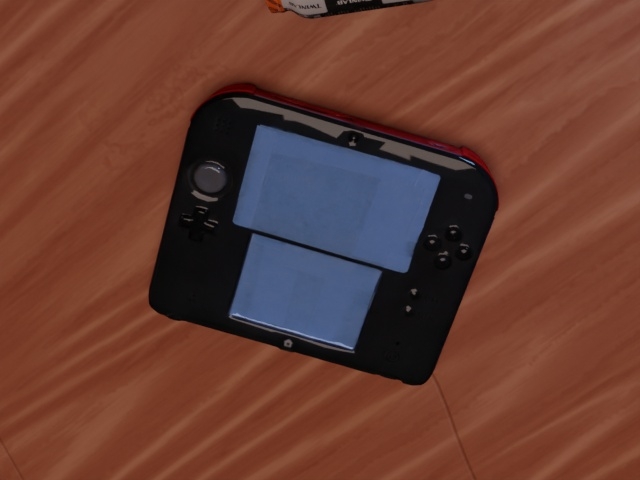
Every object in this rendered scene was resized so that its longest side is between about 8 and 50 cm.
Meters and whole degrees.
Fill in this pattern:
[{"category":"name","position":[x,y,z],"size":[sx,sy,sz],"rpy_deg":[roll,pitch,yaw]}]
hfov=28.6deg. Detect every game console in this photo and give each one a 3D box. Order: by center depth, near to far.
[{"category":"game console","position":[0.000,0.000,1.569],"size":[0.386,0.060,0.342],"rpy_deg":[17,115,-2]}]

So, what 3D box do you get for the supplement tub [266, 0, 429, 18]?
[{"category":"supplement tub","position":[0.032,-0.310,1.387],"size":[0.190,0.117,0.117],"rpy_deg":[-8,114,8]}]
